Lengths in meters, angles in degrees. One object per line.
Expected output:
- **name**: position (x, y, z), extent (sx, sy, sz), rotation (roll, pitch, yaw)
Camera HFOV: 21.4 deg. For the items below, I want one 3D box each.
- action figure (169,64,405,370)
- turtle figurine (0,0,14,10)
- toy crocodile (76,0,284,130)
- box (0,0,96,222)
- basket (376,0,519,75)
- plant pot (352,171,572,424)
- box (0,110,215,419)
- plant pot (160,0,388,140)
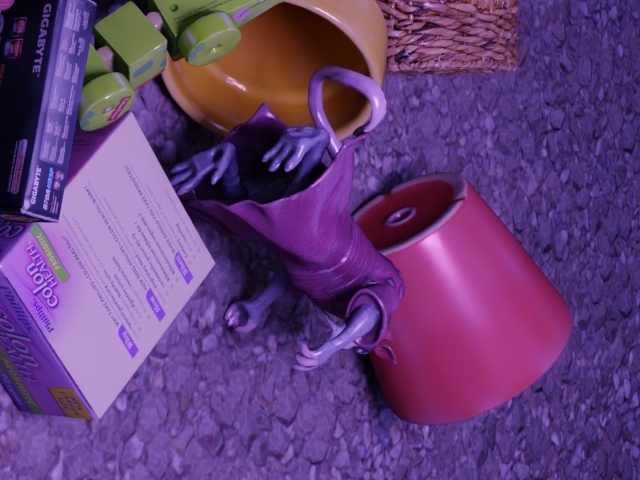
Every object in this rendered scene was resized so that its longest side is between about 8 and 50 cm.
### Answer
- **action figure**: position (0.000, 0.000, 1.921), extent (0.275, 0.248, 0.370), rotation (-50, 130, -9)
- **turtle figurine**: position (-0.276, -0.275, 1.476), extent (0.266, 0.274, 0.198), rotation (-52, 152, 16)
- **toy crocodile**: position (-0.186, -0.201, 1.721), extent (0.340, 0.105, 0.115), rotation (-32, 76, -15)
- **box**: position (-0.309, -0.127, 1.619), extent (0.051, 0.175, 0.220), rotation (20, 76, -51)
- **basket**: position (0.128, -0.323, 2.164), extent (0.299, 0.213, 0.223), rotation (-5, 96, -53)
- **plant pot**: position (0.157, 0.062, 2.202), extent (0.275, 0.275, 0.243), rotation (-50, 119, -40)
- **box**: position (-0.253, 0.023, 1.748), extent (0.243, 0.117, 0.213), rotation (-56, 133, -37)
- **plant pot**: position (-0.041, -0.271, 1.938), extent (0.254, 0.254, 0.239), rotation (52, 36, -40)
